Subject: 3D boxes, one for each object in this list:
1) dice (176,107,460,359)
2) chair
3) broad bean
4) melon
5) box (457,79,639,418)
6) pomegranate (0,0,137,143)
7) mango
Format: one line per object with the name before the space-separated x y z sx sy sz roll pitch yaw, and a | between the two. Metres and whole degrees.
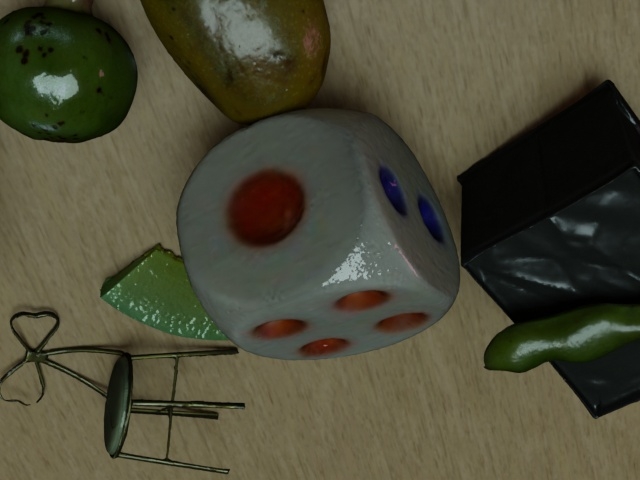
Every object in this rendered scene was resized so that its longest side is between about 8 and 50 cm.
dice | 0.000 0.000 1.226 0.259 0.243 0.251 -23 153 23
chair | -0.280 0.223 1.423 0.326 0.170 0.159 9 119 -18
broad bean | 0.340 0.095 1.226 0.318 0.056 0.098 -28 116 21
melon | -0.174 0.081 1.428 0.262 0.053 0.114 20 96 -20
box | 0.372 0.022 1.327 0.251 0.204 0.345 -32 117 27
pomegranate | -0.297 -0.224 1.180 0.181 0.181 0.224 11 94 -12
mango | -0.111 -0.284 1.165 0.329 0.176 0.176 53 57 -27
